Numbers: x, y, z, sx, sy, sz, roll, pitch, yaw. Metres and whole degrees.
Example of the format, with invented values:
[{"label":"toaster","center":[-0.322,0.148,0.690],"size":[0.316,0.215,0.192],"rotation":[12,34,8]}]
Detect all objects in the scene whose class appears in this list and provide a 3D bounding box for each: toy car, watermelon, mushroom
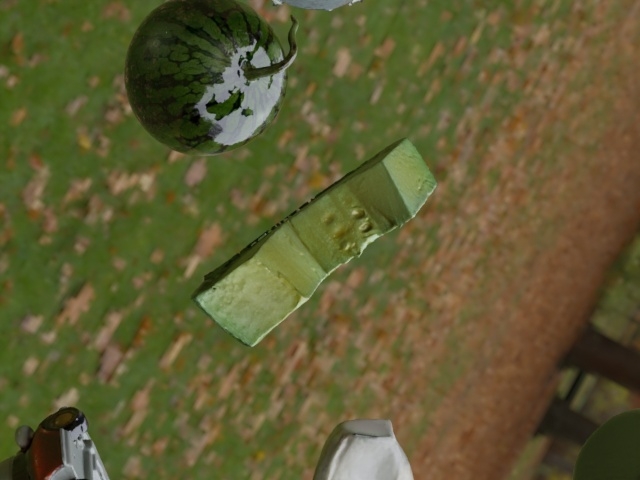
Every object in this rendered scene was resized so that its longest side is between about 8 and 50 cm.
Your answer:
[{"label":"toy car","center":[-0.214,0.207,1.157],"size":[0.139,0.112,0.112],"rotation":[-111,-177,-64]},{"label":"watermelon","center":[-0.089,-0.144,1.303],"size":[0.187,0.140,0.141],"rotation":[1,-128,55]},{"label":"mushroom","center":[0.014,0.188,0.895],"size":[0.071,0.084,0.209],"rotation":[-91,-171,-63]}]

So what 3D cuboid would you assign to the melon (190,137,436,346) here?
[{"label":"melon","center":[0.000,0.000,1.169],"size":[0.209,0.064,0.118],"rotation":[-37,-177,-3]}]

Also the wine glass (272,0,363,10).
[{"label":"wine glass","center":[0.036,-0.231,0.853],"size":[0.126,0.126,0.241],"rotation":[-52,-176,-34]}]

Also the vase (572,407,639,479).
[{"label":"vase","center":[0.322,0.243,1.258],"size":[0.128,0.248,0.128],"rotation":[-40,-155,23]}]
